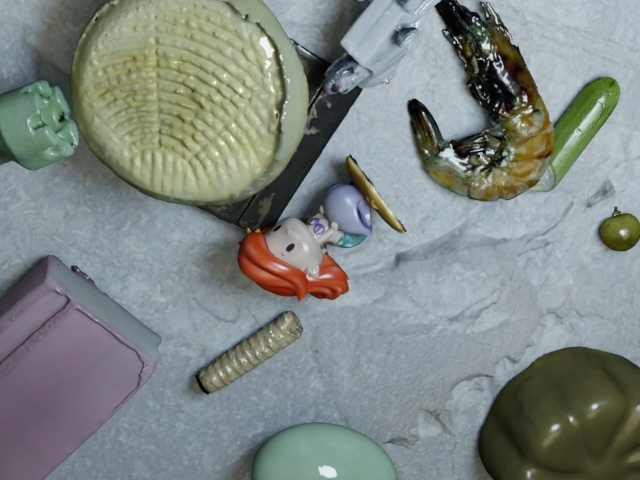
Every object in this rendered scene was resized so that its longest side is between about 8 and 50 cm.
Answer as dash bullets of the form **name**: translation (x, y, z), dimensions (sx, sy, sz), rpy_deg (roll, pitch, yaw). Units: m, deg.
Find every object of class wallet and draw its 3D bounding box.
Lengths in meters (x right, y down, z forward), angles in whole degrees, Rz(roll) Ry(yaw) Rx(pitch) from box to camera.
- **wallet**: translation (-0.078, -0.164, 1.778), dimensions (0.170, 0.044, 0.321), rpy_deg (28, 107, -20)

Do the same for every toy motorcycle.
- **toy motorcycle**: translation (0.107, -0.327, 1.681), dimensions (0.110, 0.171, 0.260), rpy_deg (47, 116, 12)

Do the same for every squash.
- **squash**: translation (0.430, -0.179, 1.854), dimensions (0.069, 0.069, 0.239), rpy_deg (29, 106, -22)

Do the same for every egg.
- **egg**: translation (0.009, 0.441, 1.996), dimensions (0.282, 0.203, 0.203), rpy_deg (11, 113, -21)

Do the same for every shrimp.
- **shrimp**: translation (0.245, -0.223, 1.793), dimensions (0.233, 0.071, 0.365), rpy_deg (-26, 109, 15)

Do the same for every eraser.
- **eraser**: translation (-0.486, 0.235, 1.850), dimensions (0.359, 0.122, 0.272), rpy_deg (-41, 115, 10)

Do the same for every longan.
- **longan**: translation (0.543, -0.022, 1.958), dimensions (0.075, 0.075, 0.083), rpy_deg (-12, 75, -5)

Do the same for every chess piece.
- **chess piece**: translation (-0.518, -0.132, 1.601), dimensions (0.299, 0.195, 0.195), rpy_deg (-19, 118, 12)

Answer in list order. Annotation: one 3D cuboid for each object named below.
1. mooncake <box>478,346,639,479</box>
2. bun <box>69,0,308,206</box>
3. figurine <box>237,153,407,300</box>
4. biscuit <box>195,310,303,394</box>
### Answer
- **mooncake**: translation (0.508, 0.404, 2.067), dimensions (0.378, 0.201, 0.379), rpy_deg (-3, 113, -8)
- **bun**: translation (-0.184, -0.234, 1.630), dimensions (0.364, 0.202, 0.364), rpy_deg (6, 116, 13)
- **figurine**: translation (0.002, 0.004, 1.799), dimensions (0.257, 0.208, 0.181), rpy_deg (-36, 86, 4)
- **biscuit**: translation (-0.129, 0.203, 1.937), dimensions (0.219, 0.055, 0.061), rpy_deg (-34, 136, 4)
